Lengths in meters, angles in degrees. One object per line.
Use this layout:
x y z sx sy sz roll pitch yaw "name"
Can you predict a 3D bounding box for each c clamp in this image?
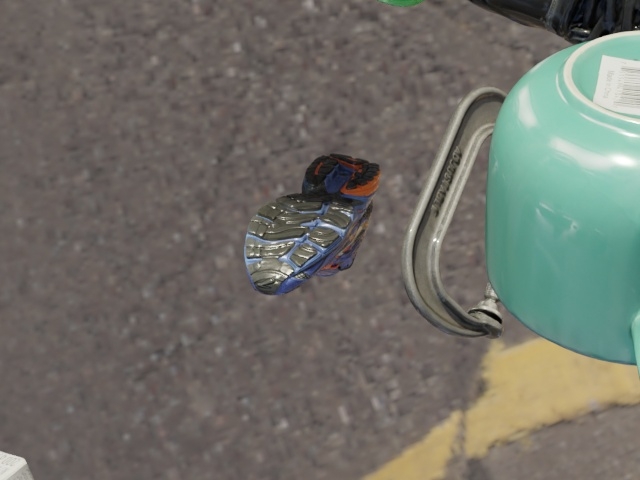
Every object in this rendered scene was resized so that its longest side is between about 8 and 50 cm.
0.100 -0.010 0.879 0.022 0.161 0.137 5 146 40 "c clamp"

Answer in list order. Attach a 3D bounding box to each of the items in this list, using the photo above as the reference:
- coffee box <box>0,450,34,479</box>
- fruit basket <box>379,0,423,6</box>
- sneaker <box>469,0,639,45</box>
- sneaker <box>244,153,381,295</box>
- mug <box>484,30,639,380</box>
-0.434 0.405 1.485 0.337 0.334 0.338 5 121 43 "coffee box"
0.041 -0.362 1.125 0.282 0.392 0.392 19 125 -2 "fruit basket"
0.226 -0.150 1.024 0.124 0.283 0.107 -89 11 -50 "sneaker"
0.000 0.000 1.398 0.083 0.221 0.087 11 117 22 "sneaker"
0.140 -0.020 0.644 0.158 0.129 0.097 42 144 44 "mug"
